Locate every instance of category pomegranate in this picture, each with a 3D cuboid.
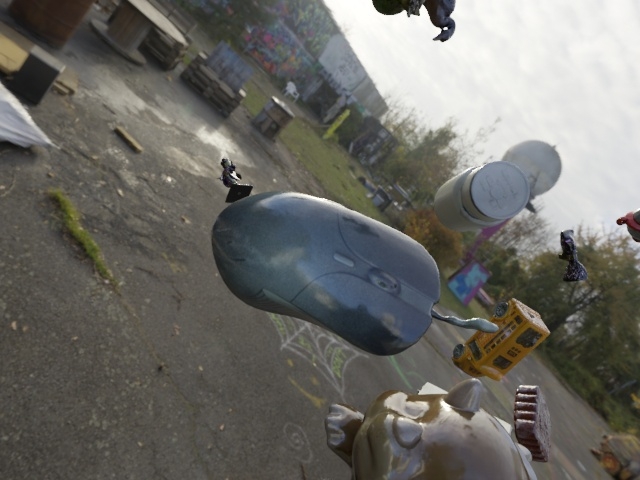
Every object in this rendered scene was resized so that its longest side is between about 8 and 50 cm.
[{"bbox_3d":[0.241,-0.764,1.297,0.169,0.149,0.148,29,6,27],"label":"pomegranate"}]

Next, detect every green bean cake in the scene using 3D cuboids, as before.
[{"bbox_3d":[0.496,0.428,0.989,0.135,0.056,0.136,57,42,-24],"label":"green bean cake"}]

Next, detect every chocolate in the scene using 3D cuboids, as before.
[{"bbox_3d":[0.702,0.042,1.189,0.072,0.070,0.147,17,56,-76],"label":"chocolate"}]

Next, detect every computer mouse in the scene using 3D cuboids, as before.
[{"bbox_3d":[0.037,0.036,0.511,0.379,0.167,0.090,19,-17,8],"label":"computer mouse"}]

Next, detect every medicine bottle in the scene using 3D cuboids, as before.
[{"bbox_3d":[0.363,-0.097,0.976,0.143,0.143,0.258,46,-1,3],"label":"medicine bottle"}]

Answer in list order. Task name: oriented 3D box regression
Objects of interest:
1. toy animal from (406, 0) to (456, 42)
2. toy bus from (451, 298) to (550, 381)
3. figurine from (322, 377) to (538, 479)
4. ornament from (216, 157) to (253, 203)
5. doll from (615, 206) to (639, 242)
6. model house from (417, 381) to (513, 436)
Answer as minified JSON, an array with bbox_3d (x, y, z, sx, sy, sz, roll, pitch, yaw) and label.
[{"bbox_3d":[0.398,-0.862,1.504,0.122,0.185,0.299,163,-83,-69],"label":"toy animal"},{"bbox_3d":[0.304,0.181,0.720,0.069,0.162,0.074,29,23,-15],"label":"toy bus"},{"bbox_3d":[0.106,0.231,0.356,0.177,0.172,0.247,-43,117,-65],"label":"figurine"},{"bbox_3d":[-0.309,-0.228,1.459,0.088,0.081,0.203,4,48,-39],"label":"ornament"},{"bbox_3d":[0.739,-0.035,0.872,0.142,0.244,0.076,88,9,-52],"label":"doll"},{"bbox_3d":[0.328,0.525,1.064,0.271,0.207,0.178,22,13,25],"label":"model house"}]
